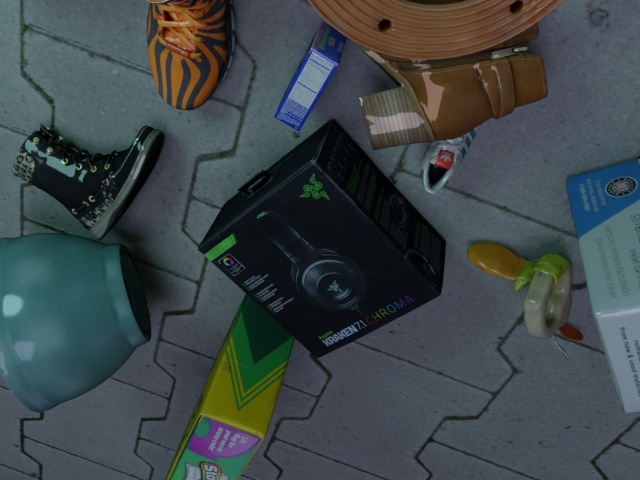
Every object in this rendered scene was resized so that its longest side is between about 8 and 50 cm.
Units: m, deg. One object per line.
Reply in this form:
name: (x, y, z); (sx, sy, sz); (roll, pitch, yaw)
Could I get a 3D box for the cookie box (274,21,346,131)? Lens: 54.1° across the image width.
cookie box: (-0.012, -0.208, 0.796); (0.040, 0.092, 0.107); (27, 127, -11)

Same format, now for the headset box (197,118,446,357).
headset box: (0.000, 0.000, 0.923); (0.246, 0.131, 0.283); (-32, 112, 31)

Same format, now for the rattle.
rattle: (0.314, 0.095, 0.956); (0.142, 0.130, 0.199); (-2, 153, 29)

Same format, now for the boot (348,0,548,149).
boot: (0.132, -0.257, 0.717); (0.220, 0.109, 0.284); (-15, 100, 9)

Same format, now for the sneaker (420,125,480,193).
sneaker: (0.174, -0.130, 0.816); (0.057, 0.075, 0.161); (21, 128, -2)

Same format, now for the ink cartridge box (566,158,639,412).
ink cartridge box: (0.508, 0.007, 0.698); (0.394, 0.286, 0.166); (-16, 120, 24)

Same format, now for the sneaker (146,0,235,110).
sneaker: (-0.171, -0.275, 0.729); (0.124, 0.180, 0.321); (18, 128, 1)

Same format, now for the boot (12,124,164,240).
boot: (-0.358, -0.122, 0.955); (0.178, 0.085, 0.236); (36, 127, -10)

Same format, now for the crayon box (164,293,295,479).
crayon box: (-0.154, 0.276, 1.053); (0.106, 0.313, 0.363); (24, 128, -4)

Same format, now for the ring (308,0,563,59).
ring: (0.122, -0.325, 0.575); (0.336, 0.032, 0.337); (-3, 136, -3)

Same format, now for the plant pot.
plant pot: (-0.399, 0.113, 1.042); (0.196, 0.293, 0.293); (-15, 125, -7)
